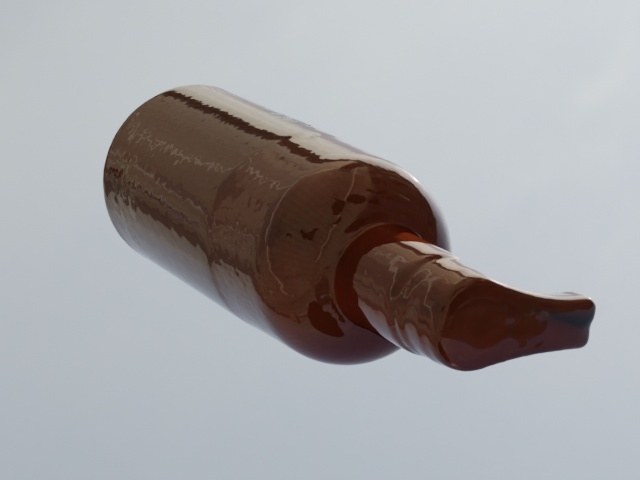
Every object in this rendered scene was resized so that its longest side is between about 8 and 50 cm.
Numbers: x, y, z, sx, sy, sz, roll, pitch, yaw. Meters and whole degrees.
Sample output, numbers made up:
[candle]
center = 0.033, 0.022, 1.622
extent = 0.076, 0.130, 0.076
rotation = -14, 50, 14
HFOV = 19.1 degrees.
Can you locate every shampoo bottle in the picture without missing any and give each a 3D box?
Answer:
[shampoo bottle]
center = -0.002, 0.000, 0.715
extent = 0.085, 0.085, 0.244
rotation = -54, -148, -6
